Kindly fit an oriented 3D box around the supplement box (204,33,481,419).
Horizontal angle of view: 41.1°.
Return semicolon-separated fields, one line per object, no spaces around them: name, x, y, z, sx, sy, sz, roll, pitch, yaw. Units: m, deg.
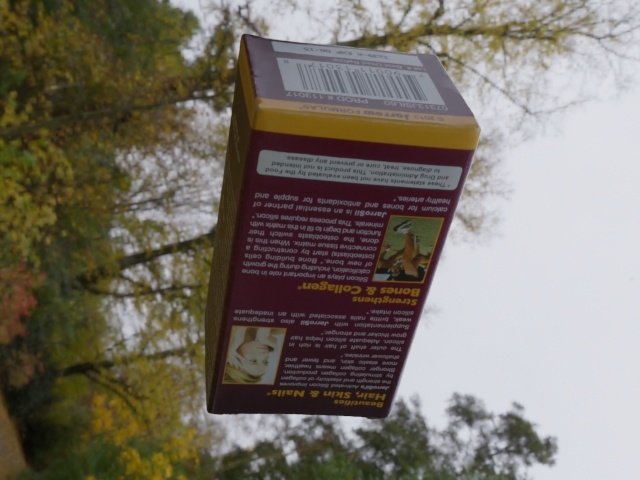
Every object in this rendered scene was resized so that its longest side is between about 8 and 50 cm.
supplement box;0.000;0.000;0.442;0.080;0.104;0.188;-103;-159;-52
